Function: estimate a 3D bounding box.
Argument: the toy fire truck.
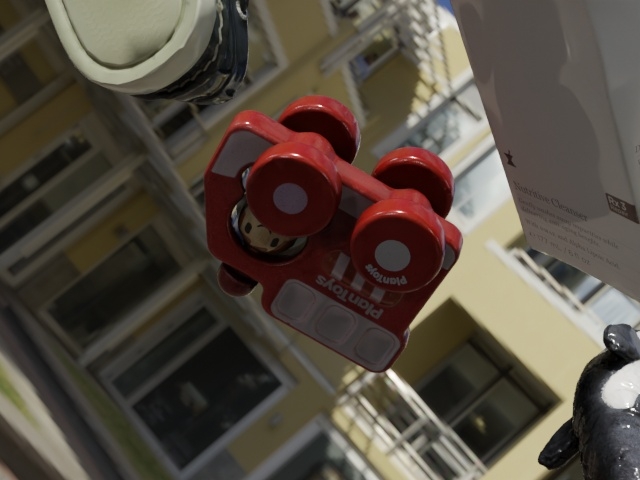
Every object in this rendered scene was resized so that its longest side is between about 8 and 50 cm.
[{"bbox_3d":[0.000,0.000,1.268,0.302,0.254,0.169,28,31,-6],"label":"toy fire truck"}]

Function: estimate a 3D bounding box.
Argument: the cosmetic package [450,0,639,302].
[{"bbox_3d":[0.262,-0.147,1.043,0.217,0.156,0.385,33,-26,56],"label":"cosmetic package"}]

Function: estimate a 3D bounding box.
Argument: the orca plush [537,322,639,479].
[{"bbox_3d":[0.218,0.168,0.837,0.151,0.102,0.287,49,27,-26],"label":"orca plush"}]

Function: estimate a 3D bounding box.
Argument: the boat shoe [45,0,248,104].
[{"bbox_3d":[-0.113,-0.226,0.665,0.113,0.127,0.340,23,40,-62],"label":"boat shoe"}]
